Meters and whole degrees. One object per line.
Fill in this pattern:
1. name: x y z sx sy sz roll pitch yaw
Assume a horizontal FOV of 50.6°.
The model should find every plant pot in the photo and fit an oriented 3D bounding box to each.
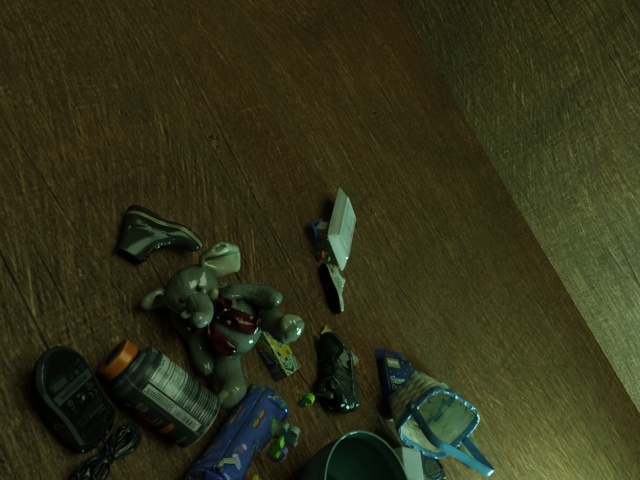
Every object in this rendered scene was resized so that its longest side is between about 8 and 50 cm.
1. plant pot: 0.052 0.618 1.589 0.293 0.196 0.293 27 47 -33

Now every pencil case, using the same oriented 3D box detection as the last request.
1. pencil case: -0.180 0.450 1.502 0.119 0.133 0.306 30 37 7

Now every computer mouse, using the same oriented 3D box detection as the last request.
1. computer mouse: -0.477 0.333 1.305 0.188 0.072 0.272 -41 110 -55

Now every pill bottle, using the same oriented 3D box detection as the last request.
1. pill bottle: -0.340 0.312 1.415 0.246 0.130 0.130 44 39 -18

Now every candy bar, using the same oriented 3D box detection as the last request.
1. candy bar: 0.060 0.309 1.960 0.161 0.018 0.040 46 39 -15

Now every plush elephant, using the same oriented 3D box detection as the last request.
1. plush elephant: -0.243 0.157 1.534 0.255 0.272 0.330 39 10 -44

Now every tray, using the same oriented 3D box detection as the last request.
1. tray: 0.074 -0.042 2.139 0.270 0.030 0.145 -76 151 -51

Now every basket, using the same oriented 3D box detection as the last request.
1. basket: 0.335 0.516 1.876 0.255 0.201 0.289 37 3 -26

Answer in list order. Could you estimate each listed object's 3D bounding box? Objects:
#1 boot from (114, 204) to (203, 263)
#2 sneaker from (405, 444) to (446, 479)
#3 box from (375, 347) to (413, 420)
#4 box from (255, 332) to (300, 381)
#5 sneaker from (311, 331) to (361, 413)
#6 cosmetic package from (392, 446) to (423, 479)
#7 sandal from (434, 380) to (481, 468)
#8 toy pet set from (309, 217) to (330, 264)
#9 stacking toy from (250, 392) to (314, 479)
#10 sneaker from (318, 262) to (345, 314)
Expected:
1. boot: -0.390 0.017 1.622 0.198 0.077 0.137 24 52 -19
2. sneaker: 0.301 0.712 1.884 0.111 0.129 0.297 10 39 -42
3. box: 0.238 0.437 2.058 0.136 0.036 0.225 18 52 -41
4. box: -0.125 0.273 1.746 0.059 0.054 0.169 -27 87 -52
5. sneaker: 0.029 0.358 1.834 0.130 0.087 0.227 7 65 -53
6. cosmetic package: 0.213 0.679 1.796 0.085 0.117 0.231 26 49 -37
7. sandal: 0.451 0.579 2.156 0.120 0.086 0.302 -28 87 -53
8. toy pet set: 0.000 0.000 2.093 0.122 0.065 0.114 -54 143 -48
9. stacking toy: -0.082 0.465 1.542 0.052 0.221 0.167 30 38 6
10. sneaker: 0.052 0.142 2.033 0.075 0.057 0.161 1 62 -42
